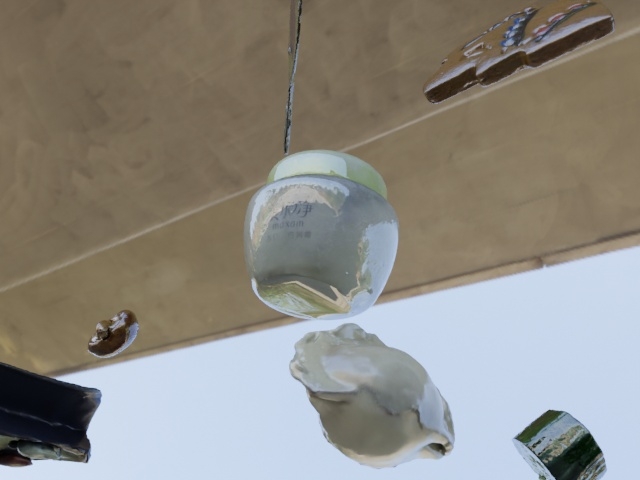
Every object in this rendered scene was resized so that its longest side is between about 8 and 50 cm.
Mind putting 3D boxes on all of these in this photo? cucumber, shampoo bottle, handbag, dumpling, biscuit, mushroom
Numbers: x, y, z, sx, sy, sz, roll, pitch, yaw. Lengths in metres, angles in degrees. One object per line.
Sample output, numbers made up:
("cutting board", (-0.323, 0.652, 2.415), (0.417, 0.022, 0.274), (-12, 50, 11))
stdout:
("cucumber", (0.526, 0.478, 1.546), (0.191, 0.130, 0.191), (52, -16, 22))
("shampoo bottle", (0.000, 0.000, 1.423), (0.323, 0.317, 0.322), (6, -25, 3))
("handbag", (-0.554, 0.288, 1.091), (0.329, 0.121, 0.303), (-23, -39, 36))
("dumpling", (0.071, 0.192, 0.889), (0.258, 0.193, 0.147), (29, -63, -15))
("biscuit", (0.302, -0.301, 1.020), (0.301, 0.278, 0.043), (0, -53, 55))
("mushroom", (-0.466, 0.205, 1.539), (0.127, 0.127, 0.087), (-21, -66, 35))

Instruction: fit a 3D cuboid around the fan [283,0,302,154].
("fan", (-0.030, -0.249, 0.792), (0.011, 0.229, 0.335), (3, -52, -5))
